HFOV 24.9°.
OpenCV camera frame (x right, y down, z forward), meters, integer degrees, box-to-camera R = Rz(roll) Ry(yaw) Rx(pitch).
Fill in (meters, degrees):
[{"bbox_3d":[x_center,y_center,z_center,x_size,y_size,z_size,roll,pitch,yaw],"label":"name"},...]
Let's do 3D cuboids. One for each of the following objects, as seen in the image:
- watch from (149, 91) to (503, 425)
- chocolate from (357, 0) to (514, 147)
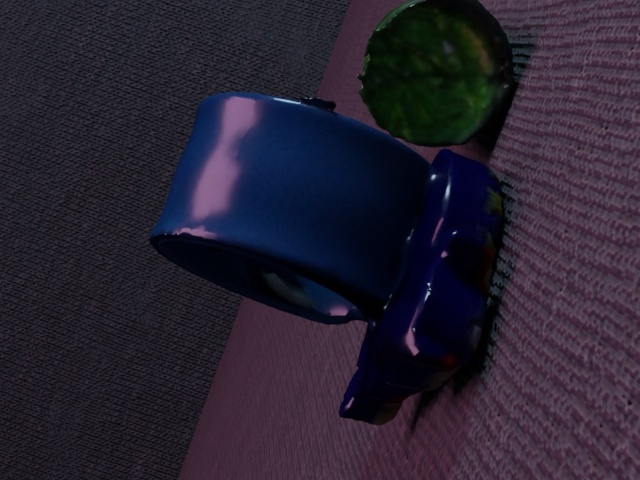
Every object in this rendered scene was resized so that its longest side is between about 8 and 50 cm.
[{"bbox_3d":[0.001,-0.004,0.882,0.196,0.200,0.171,114,177,-68],"label":"watch"},{"bbox_3d":[0.081,-0.137,1.096,0.291,0.110,0.110,-83,14,-79],"label":"chocolate"}]
